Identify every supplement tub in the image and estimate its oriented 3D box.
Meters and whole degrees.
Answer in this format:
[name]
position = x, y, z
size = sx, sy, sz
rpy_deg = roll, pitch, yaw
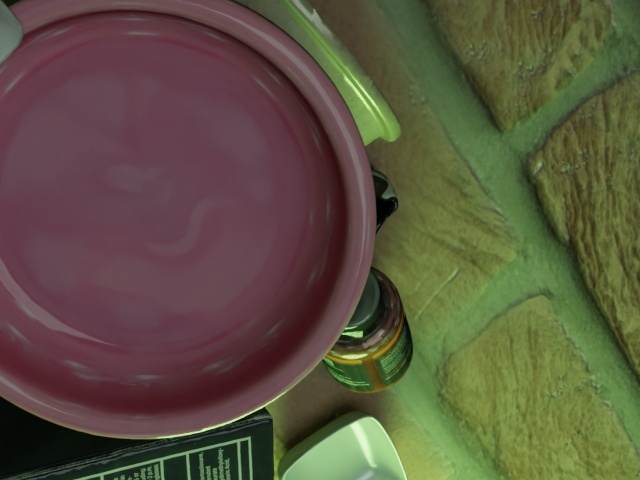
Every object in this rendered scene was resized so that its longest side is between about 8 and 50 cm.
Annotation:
[supplement tub]
position = 0.040, 0.089, 1.226
size = 0.106, 0.106, 0.198
rpy_deg = -40, 158, -7

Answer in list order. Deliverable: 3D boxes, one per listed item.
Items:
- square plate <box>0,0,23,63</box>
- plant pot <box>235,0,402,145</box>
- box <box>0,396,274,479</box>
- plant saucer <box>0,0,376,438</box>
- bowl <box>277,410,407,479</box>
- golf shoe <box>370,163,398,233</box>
[square plate]
position = -0.425, -0.138, 0.723
size = 0.344, 0.049, 0.347
rpy_deg = -44, 85, -2
[plant pot]
position = -0.154, -0.107, 0.985
size = 0.305, 0.334, 0.334
rpy_deg = -44, 122, 1
[box]
position = -0.212, 0.292, 1.185
size = 0.294, 0.183, 0.296
rpy_deg = -10, 115, -23
[plant saucer]
position = -0.128, -0.022, 0.826
size = 0.332, 0.084, 0.332
rpy_deg = -1, 109, -3
[bowl]
position = 0.020, 0.274, 1.370
size = 0.142, 0.053, 0.142
rpy_deg = -32, 121, -12
[golf shoe]
position = 0.000, 0.000, 1.230
size = 0.198, 0.094, 0.077
rpy_deg = -47, 123, -1
